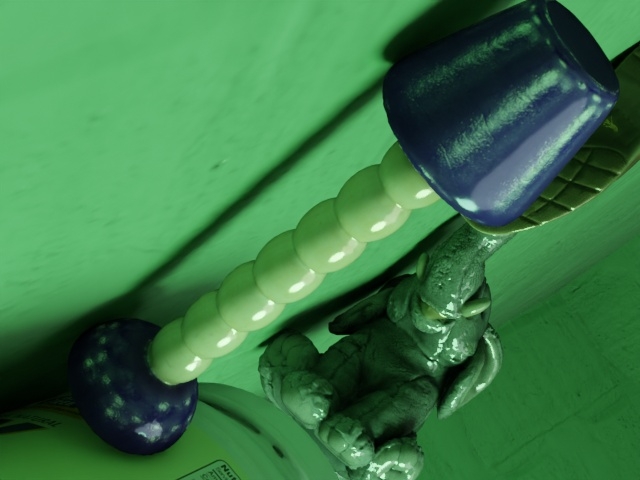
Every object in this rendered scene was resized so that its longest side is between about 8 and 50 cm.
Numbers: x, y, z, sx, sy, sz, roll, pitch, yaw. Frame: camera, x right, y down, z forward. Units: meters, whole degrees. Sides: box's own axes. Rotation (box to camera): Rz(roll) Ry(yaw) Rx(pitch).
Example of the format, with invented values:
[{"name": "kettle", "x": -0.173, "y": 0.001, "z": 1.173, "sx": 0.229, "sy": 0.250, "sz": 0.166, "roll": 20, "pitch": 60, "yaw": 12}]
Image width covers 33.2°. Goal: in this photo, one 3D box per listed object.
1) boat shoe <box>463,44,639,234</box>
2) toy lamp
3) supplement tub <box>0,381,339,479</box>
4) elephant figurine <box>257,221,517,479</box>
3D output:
[{"name": "boat shoe", "x": 0.166, "y": -0.059, "z": 0.661, "sx": 0.178, "sy": 0.064, "sz": 0.060, "roll": -35, "pitch": 167, "yaw": 6}, {"name": "toy lamp", "x": 0.000, "y": 0.000, "z": 0.454, "sx": 0.275, "sy": 0.080, "sz": 0.080, "roll": -35, "pitch": 169, "yaw": 30}, {"name": "supplement tub", "x": -0.141, "y": 0.203, "z": 0.534, "sx": 0.235, "sy": 0.235, "sz": 0.325, "roll": -38, "pitch": 167, "yaw": 28}, {"name": "elephant figurine", "x": 0.083, "y": 0.087, "z": 0.893, "sx": 0.239, "sy": 0.169, "sz": 0.186, "roll": -45, "pitch": -158, "yaw": -15}]
